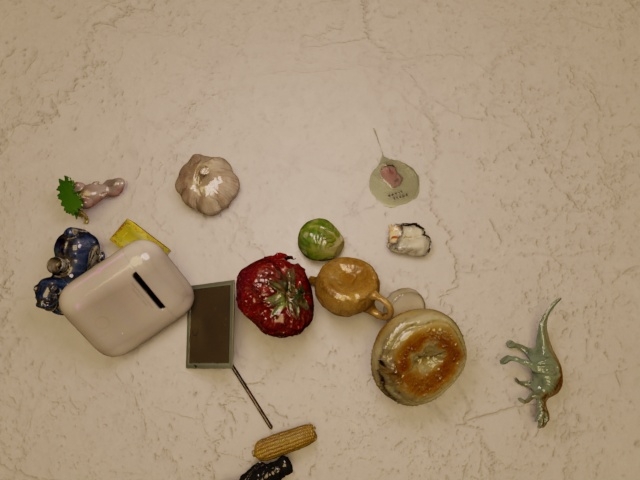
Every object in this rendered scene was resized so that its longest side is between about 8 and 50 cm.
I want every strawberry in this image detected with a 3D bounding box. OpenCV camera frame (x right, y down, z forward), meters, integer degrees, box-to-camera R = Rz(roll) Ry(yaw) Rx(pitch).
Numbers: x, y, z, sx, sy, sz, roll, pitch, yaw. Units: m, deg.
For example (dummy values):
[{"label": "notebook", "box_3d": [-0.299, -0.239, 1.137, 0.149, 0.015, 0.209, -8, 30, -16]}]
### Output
[{"label": "strawberry", "box_3d": [-0.153, 0.176, 1.430, 0.274, 0.220, 0.274, 20, 56, -33]}]

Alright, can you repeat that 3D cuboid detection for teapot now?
[{"label": "teapot", "box_3d": [0.093, 0.171, 1.444, 0.311, 0.167, 0.203, 24, 49, 24]}]

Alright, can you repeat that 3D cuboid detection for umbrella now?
[{"label": "umbrella", "box_3d": [-0.239, 0.751, 1.345, 0.358, 0.106, 0.113, -32, 87, -3]}]

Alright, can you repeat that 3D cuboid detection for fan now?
[{"label": "fan", "box_3d": [0.239, -0.267, 1.615, 0.182, 0.010, 0.310, -19, 78, -2]}]

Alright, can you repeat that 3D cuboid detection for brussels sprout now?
[{"label": "brussels sprout", "box_3d": [-0.001, 0.000, 1.505, 0.155, 0.117, 0.155, -3, 70, 8]}]

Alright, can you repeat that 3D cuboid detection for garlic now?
[{"label": "garlic", "box_3d": [-0.386, -0.207, 1.517, 0.219, 0.212, 0.218, 1, 77, -5]}]

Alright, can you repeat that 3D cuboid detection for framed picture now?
[{"label": "framed picture", "box_3d": [-0.352, 0.270, 1.453, 0.217, 0.016, 0.273, -9, 75, 32]}]

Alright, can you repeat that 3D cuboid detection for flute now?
[{"label": "flute", "box_3d": [-0.230, 0.485, 1.451, 0.014, 0.014, 0.269, -35, 79, -6]}]

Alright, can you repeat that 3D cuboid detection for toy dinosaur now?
[{"label": "toy dinosaur", "box_3d": [-0.797, -0.170, 1.564, 0.194, 0.177, 0.152, -38, 82, 23]}, {"label": "toy dinosaur", "box_3d": [0.672, 0.363, 1.416, 0.206, 0.092, 0.392, 24, 77, 7]}]

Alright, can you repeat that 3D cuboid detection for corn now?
[{"label": "corn", "box_3d": [-0.109, 0.619, 1.390, 0.208, 0.068, 0.068, -18, 77, -5]}]

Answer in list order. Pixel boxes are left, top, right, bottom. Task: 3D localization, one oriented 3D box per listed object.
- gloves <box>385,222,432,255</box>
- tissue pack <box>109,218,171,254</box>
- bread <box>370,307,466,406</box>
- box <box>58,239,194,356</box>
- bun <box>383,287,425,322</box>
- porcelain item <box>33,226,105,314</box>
[{"label": "gloves", "box_3d": [0.297, -0.004, 1.522, 0.153, 0.070, 0.114, 9, 69, -3]}, {"label": "tissue pack", "box_3d": [-0.613, 0.016, 1.546, 0.176, 0.062, 0.095, 36, 80, 10]}, {"label": "bread", "box_3d": [0.287, 0.343, 1.376, 0.306, 0.159, 0.305, -3, 102, -15]}, {"label": "box", "box_3d": [-0.602, 0.183, 1.427, 0.349, 0.141, 0.288, -34, 109, -6]}, {"label": "bun", "box_3d": [0.261, 0.211, 1.465, 0.138, 0.094, 0.138, -5, 107, -16]}, {"label": "porcelain item", "box_3d": [-0.825, 0.096, 1.471, 0.138, 0.186, 0.287, 10, 78, 8]}]
